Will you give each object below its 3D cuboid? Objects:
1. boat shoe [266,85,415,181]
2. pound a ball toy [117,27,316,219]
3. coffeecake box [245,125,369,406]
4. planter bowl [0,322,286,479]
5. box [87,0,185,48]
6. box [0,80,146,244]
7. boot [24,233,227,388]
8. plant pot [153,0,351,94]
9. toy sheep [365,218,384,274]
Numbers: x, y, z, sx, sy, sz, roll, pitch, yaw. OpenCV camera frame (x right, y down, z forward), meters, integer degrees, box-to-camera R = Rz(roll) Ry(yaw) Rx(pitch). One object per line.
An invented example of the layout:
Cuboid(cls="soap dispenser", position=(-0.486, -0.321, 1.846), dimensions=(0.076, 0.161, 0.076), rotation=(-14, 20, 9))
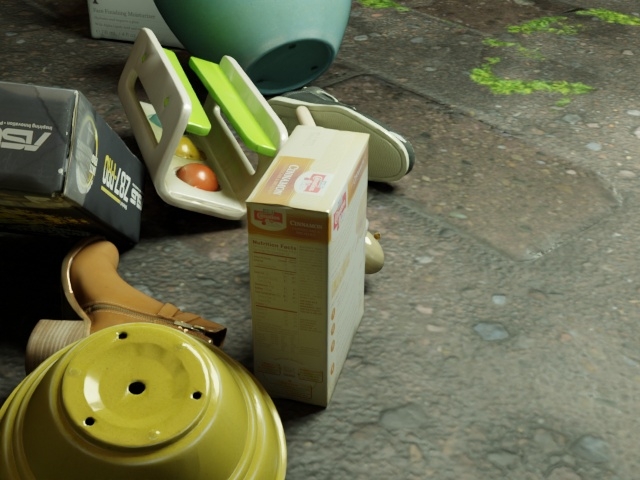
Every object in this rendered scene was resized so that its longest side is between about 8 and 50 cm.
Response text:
Cuboid(cls="boat shoe", position=(0.032, -0.137, 1.152), dimensions=(0.079, 0.084, 0.233), rotation=(-25, 37, -35))
Cuboid(cls="pound a ball toy", position=(-0.108, -0.110, 1.096), dimensions=(0.208, 0.136, 0.319), rotation=(14, 23, -28))
Cuboid(cls="coffeecake box", position=(-0.007, 0.019, 0.796), dimensions=(0.068, 0.186, 0.142), rotation=(8, 32, 13))
Cuboid(cls="planter bowl", position=(-0.127, 0.124, 0.660), dimensions=(0.217, 0.090, 0.217), rotation=(4, 47, -5))
Cuboid(cls="box", position=(-0.262, -0.405, 1.559), dimensions=(0.180, 0.119, 0.182), rotation=(9, 32, 16))
Cuboid(cls="box", position=(-0.376, -0.076, 0.850), dimensions=(0.394, 0.097, 0.318), rotation=(7, -9, -1))
Cuboid(cls="boot", position=(-0.157, 0.068, 0.838), dimensions=(0.152, 0.073, 0.197), rotation=(5, 35, -1))
Cuboid(cls="plant pot", position=(-0.074, -0.318, 1.315), dimensions=(0.290, 0.290, 0.195), rotation=(-13, 70, -21))
Cuboid(cls="toy sheep", position=(0.000, 0.000, 0.926), dimensions=(0.132, 0.091, 0.091), rotation=(22, 33, 0))
